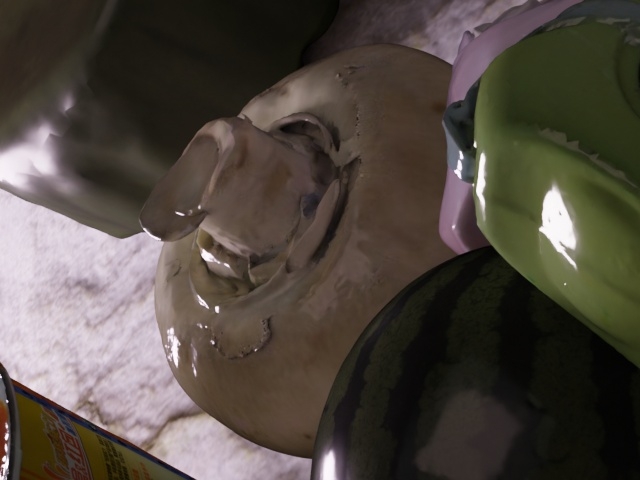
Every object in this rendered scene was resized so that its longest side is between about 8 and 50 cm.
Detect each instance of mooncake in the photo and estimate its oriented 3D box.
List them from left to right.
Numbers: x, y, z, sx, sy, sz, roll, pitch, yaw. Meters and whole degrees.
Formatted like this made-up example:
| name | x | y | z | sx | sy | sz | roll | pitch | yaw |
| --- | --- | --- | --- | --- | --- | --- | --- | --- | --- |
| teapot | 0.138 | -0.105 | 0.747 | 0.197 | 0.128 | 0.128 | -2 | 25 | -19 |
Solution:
| name | x | y | z | sx | sy | sz | roll | pitch | yaw |
| --- | --- | --- | --- | --- | --- | --- | --- | --- | --- |
| mooncake | -0.139 | -0.181 | 1.186 | 0.356 | 0.194 | 0.356 | -36 | 43 | 42 |

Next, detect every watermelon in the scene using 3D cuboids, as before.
| name | x | y | z | sx | sy | sz | roll | pitch | yaw |
| --- | --- | --- | --- | --- | --- | --- | --- | --- | --- |
| watermelon | 0.098 | 0.101 | 0.600 | 0.212 | 0.212 | 0.212 | -36 | 40 | 38 |

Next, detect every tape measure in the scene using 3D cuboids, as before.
| name | x | y | z | sx | sy | sz | roll | pitch | yaw |
| --- | --- | --- | --- | --- | --- | --- | --- | --- | --- |
| tape measure | 0.146 | -0.020 | 0.512 | 0.175 | 0.106 | 0.200 | -32 | 49 | -25 |

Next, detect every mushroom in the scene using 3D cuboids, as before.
| name | x | y | z | sx | sy | sz | roll | pitch | yaw |
| --- | --- | --- | --- | --- | --- | --- | --- | --- | --- |
| mushroom | 0.000 | 0.000 | 0.836 | 0.246 | 0.202 | 0.246 | -23 | 54 | 35 |

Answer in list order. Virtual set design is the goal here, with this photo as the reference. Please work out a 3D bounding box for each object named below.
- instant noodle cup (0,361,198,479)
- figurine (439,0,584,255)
| name | x | y | z | sx | sy | sz | roll | pitch | yaw |
| --- | --- | --- | --- | --- | --- | --- | --- | --- | --- |
| instant noodle cup | -0.170 | 0.231 | 0.897 | 0.296 | 0.214 | 0.296 | -35 | 41 | 38 |
| figurine | 0.178 | -0.063 | 0.656 | 0.276 | 0.200 | 0.133 | -14 | 69 | 21 |
